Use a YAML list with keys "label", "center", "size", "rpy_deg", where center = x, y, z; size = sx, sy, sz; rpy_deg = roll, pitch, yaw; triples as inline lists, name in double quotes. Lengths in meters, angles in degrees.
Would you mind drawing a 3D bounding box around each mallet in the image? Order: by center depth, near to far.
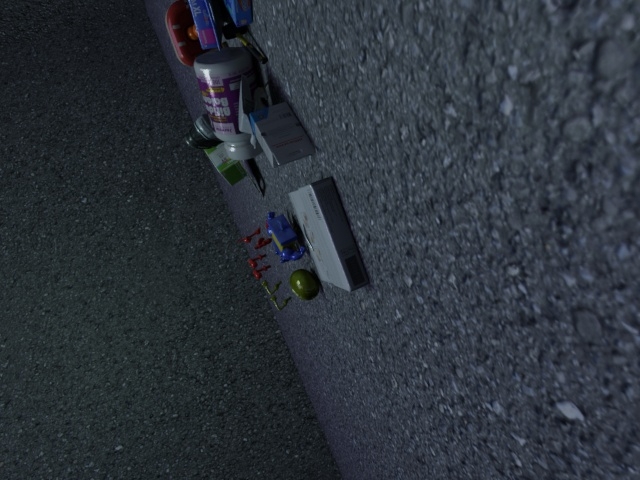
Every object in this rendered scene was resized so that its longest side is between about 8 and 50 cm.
- label: "mallet"
  center: [-0.190, -0.532, 1.227]
  size: [0.189, 0.062, 0.039]
  rpy_deg: [44, 157, 24]

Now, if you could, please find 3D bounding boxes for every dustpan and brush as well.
- label: "dustpan and brush"
  center: [-0.195, -0.328, 1.261]
  size: [0.211, 0.060, 0.147]
  rpy_deg: [113, 154, -57]

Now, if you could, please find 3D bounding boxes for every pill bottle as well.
- label: "pill bottle"
  center: [-0.258, -0.403, 1.373]
  size: [0.169, 0.169, 0.302]
  rpy_deg: [51, 157, 48]

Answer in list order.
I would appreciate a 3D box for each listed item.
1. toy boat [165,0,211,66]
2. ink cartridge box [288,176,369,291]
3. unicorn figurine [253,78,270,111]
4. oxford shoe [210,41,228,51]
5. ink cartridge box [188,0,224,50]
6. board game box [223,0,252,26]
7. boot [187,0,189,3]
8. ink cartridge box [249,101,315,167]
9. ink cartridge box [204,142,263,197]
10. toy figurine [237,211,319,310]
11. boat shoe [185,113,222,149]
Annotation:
- label: "toy boat"
  center: [-0.479, -0.788, 1.727]
  size: [0.151, 0.151, 0.231]
  rpy_deg: [3, 118, 40]
- label: "ink cartridge box"
  center: [0.014, -0.015, 1.180]
  size: [0.275, 0.060, 0.239]
  rpy_deg: [69, 166, -7]
- label: "unicorn figurine"
  center: [-0.157, -0.359, 1.289]
  size: [0.162, 0.060, 0.111]
  rpy_deg: [145, 103, -75]
- label: "oxford shoe"
  center: [-0.367, -0.633, 1.616]
  size: [0.076, 0.076, 0.212]
  rpy_deg: [67, 167, -1]
- label: "ink cartridge box"
  center: [-0.323, -0.663, 1.279]
  size: [0.311, 0.065, 0.186]
  rpy_deg: [-105, 4, -50]
- label: "board game box"
  center: [-0.233, -0.672, 1.138]
  size: [0.210, 0.047, 0.160]
  rpy_deg: [63, 165, 20]
- label: "boot"
  center: [-0.428, -0.876, 1.456]
  size: [0.229, 0.091, 0.263]
  rpy_deg: [-143, 49, -87]
- label: "ink cartridge box"
  center: [-0.094, -0.250, 1.135]
  size: [0.180, 0.104, 0.060]
  rpy_deg: [62, 164, 25]
- label: "ink cartridge box"
  center: [-0.354, -0.275, 1.890]
  size: [0.255, 0.097, 0.189]
  rpy_deg: [56, 177, 10]
- label: "toy figurine"
  center: [-0.143, 0.027, 1.568]
  size: [0.363, 0.191, 0.217]
  rpy_deg: [58, 157, 30]
- label: "boat shoe"
  center: [-0.410, -0.397, 1.669]
  size: [0.121, 0.119, 0.335]
  rpy_deg: [56, -169, -6]
